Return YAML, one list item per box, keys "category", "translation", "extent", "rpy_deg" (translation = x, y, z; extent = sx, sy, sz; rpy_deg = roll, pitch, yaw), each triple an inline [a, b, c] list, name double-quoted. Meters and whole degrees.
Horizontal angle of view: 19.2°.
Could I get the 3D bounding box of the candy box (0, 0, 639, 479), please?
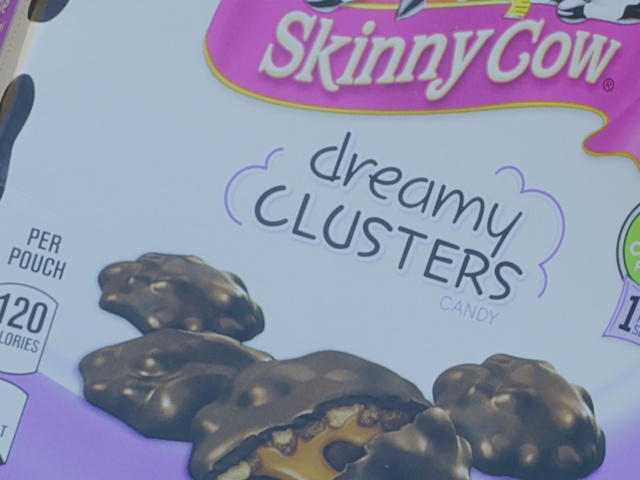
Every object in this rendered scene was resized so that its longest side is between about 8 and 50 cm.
- category: "candy box"
  translation: [0.000, 0.000, 0.389]
  extent: [0.165, 0.070, 0.196]
  rpy_deg: [18, 91, -24]
